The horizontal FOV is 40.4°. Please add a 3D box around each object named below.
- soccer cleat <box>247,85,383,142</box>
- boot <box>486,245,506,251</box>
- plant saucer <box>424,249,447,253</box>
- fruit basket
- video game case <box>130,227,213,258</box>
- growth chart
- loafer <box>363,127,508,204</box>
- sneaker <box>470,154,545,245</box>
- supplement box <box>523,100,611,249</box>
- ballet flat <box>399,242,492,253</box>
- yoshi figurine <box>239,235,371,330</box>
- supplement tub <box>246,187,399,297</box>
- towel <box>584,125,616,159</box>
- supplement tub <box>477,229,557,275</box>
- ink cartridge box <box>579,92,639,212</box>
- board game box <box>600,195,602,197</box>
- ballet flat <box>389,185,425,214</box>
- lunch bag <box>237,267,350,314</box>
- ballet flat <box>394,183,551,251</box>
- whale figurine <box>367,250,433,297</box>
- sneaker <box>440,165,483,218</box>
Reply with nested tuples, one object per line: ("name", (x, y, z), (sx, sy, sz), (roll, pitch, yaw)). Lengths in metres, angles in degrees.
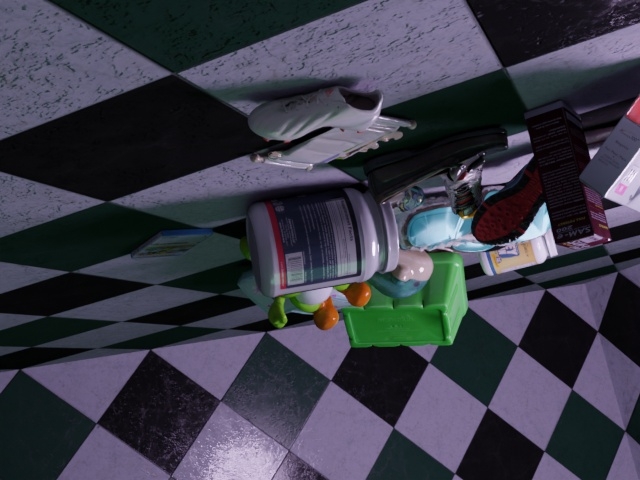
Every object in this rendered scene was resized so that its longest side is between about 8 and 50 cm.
("soccer cleat", (-0.006, -0.183, 1.210), (0.196, 0.068, 0.076), (-8, 152, -24))
("boot", (0.494, -0.052, 2.172), (0.246, 0.094, 0.207), (-20, 171, 3))
("plant saucer", (0.386, 0.011, 2.501), (0.198, 0.036, 0.198), (-11, 167, -3))
("fruit basket", (0.235, 0.128, 2.495), (0.392, 0.392, 0.283), (-12, 130, 2))
("video game case", (-0.319, 0.007, 1.859), (0.119, 0.015, 0.166), (-3, 165, -36))
("growth chart", (0.026, -0.159, 1.426), (0.237, 0.021, 0.172), (-20, 166, 32))
("loafer", (0.215, -0.131, 1.580), (0.267, 0.084, 0.096), (-14, 167, 10))
("sneaker", (0.421, -0.089, 1.779), (0.262, 0.104, 0.125), (-45, 173, 20))
("supplement box", (0.432, -0.110, 1.517), (0.073, 0.239, 0.130), (-17, 166, 28))
("ballet flat", (0.288, -0.029, 2.111), (0.316, 0.108, 0.106), (3, -166, -30))
("yoshi figurine", (-0.036, 0.095, 1.934), (0.203, 0.204, 0.362), (2, 157, 39))
("supplement tub", (0.000, 0.000, 1.717), (0.272, 0.191, 0.191), (-9, 167, -11))
("towel", (0.672, -0.174, 1.812), (0.316, 0.053, 0.332), (-8, 166, 8))
("supplement tub", (0.527, 0.006, 2.354), (0.199, 0.144, 0.144), (-16, 167, 16))
("ink cartridge box", (0.570, -0.171, 1.490), (0.275, 0.060, 0.239), (7, 120, -57))
("board game box", (0.645, -0.127, 2.055), (0.133, 0.033, 0.168), (-47, -175, -40))
("ballet flat", (0.134, -0.079, 1.827), (0.070, 0.070, 0.188), (0, 161, -44))
("lunch bag", (-0.055, 0.105, 2.233), (0.262, 0.160, 0.223), (9, 162, -30))
("ballet flat", (0.333, -0.061, 1.991), (0.408, 0.147, 0.147), (-3, 165, -23))
("whale figurine", (0.140, 0.060, 2.110), (0.272, 0.216, 0.141), (10, 115, -33))
("sneaker", (0.300, -0.101, 1.778), (0.088, 0.093, 0.225), (-14, 166, 13))
